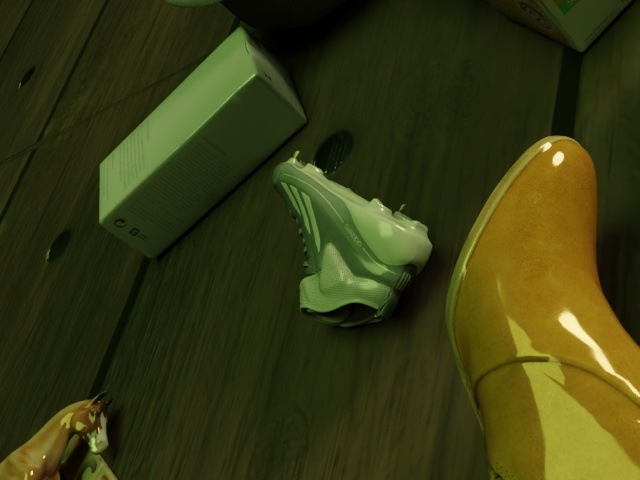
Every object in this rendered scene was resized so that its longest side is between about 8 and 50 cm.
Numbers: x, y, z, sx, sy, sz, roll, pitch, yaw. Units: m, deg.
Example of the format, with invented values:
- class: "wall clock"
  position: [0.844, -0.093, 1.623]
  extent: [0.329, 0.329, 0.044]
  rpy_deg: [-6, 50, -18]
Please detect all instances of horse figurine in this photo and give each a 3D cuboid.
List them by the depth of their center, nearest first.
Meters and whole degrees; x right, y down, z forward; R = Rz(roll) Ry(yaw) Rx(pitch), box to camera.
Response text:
- class: "horse figurine"
  position: [-0.297, 0.261, 0.752]
  extent: [0.263, 0.066, 0.174]
  rpy_deg: [-34, 45, 21]

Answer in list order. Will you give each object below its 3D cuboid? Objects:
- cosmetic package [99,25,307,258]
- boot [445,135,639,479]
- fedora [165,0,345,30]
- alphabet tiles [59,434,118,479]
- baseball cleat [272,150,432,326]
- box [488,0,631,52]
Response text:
- class: "cosmetic package"
  position: [-0.129, -0.101, 0.872]
  extent: [0.231, 0.085, 0.117]
  rpy_deg: [-38, 38, 17]
- class: "boot"
  position: [0.153, 0.089, 0.383]
  extent: [0.211, 0.104, 0.295]
  rpy_deg: [8, 72, 46]
- class: "fedora"
  position: [-0.034, -0.320, 0.912]
  extent: [0.275, 0.124, 0.244]
  rpy_deg: [-31, 42, 19]
- class: "alphabet tiles"
  position: [-0.246, 0.285, 0.736]
  extent: [0.198, 0.009, 0.237]
  rpy_deg: [-57, 35, -6]
- class: "baseball cleat"
  position: [0.000, 0.000, 0.646]
  extent: [0.109, 0.072, 0.206]
  rpy_deg: [-60, 31, 1]
- class: "box"
  position: [0.204, -0.256, 0.602]
  extent: [0.203, 0.103, 0.114]
  rpy_deg: [-47, 35, 9]
